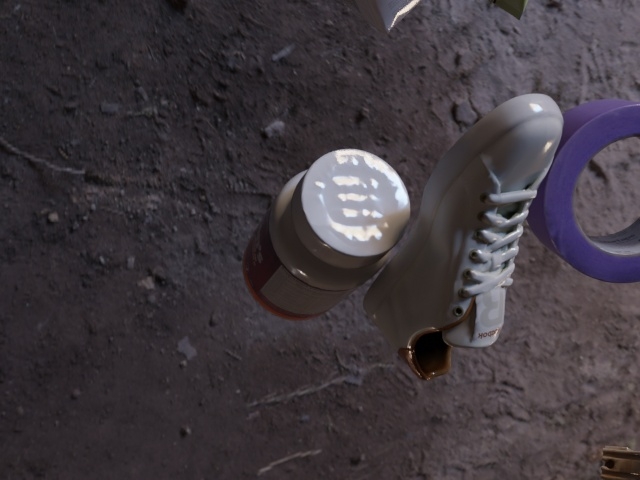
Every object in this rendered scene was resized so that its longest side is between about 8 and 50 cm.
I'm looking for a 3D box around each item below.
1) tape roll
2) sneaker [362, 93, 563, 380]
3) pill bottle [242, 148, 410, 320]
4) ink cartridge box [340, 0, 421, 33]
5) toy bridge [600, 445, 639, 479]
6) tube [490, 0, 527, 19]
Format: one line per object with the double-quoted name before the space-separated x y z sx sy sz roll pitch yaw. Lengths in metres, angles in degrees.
"tape roll" 0.318 -0.054 0.798 0.188 0.080 0.189 -1 105 -2
"sneaker" 0.141 0.013 0.643 0.105 0.123 0.290 -9 141 -31
"pill bottle" 0.000 0.000 0.734 0.121 0.121 0.221 -2 162 -18
"ink cartridge box" 0.102 -0.425 0.759 0.309 0.130 0.272 -42 147 0
"toy bridge" 0.246 0.133 0.403 0.063 0.188 0.026 31 64 -43
"tube" 0.204 -0.338 0.692 0.062 0.070 0.240 22 120 11
